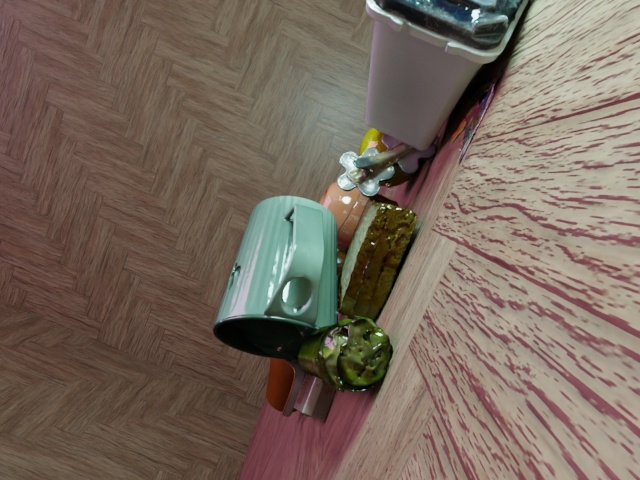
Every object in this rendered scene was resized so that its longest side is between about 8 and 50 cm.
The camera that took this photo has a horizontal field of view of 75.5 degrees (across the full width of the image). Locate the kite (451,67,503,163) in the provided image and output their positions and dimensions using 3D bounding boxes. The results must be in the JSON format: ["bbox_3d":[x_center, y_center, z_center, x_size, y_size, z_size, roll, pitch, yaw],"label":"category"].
[{"bbox_3d":[0.290,-0.244,0.784,0.183,0.014,0.241,114,177,-62],"label":"kite"}]

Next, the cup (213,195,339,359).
[{"bbox_3d":[-0.066,0.096,1.095,0.401,0.310,0.392,-23,48,39],"label":"cup"}]

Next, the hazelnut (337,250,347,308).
[{"bbox_3d":[0.032,0.124,1.340,0.204,0.178,0.178,-59,6,35],"label":"hazelnut"}]

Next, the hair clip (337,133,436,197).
[{"bbox_3d":[0.154,-0.196,0.996,0.257,0.146,0.075,-27,-33,-15],"label":"hair clip"}]

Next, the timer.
[{"bbox_3d":[0.100,-0.090,1.423,0.229,0.215,0.230,-156,90,-82],"label":"timer"}]

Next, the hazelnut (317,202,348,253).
[{"bbox_3d":[0.000,0.000,1.986,0.372,0.315,0.372,179,90,-68],"label":"hazelnut"}]

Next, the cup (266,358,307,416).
[{"bbox_3d":[-0.082,0.411,1.271,0.226,0.182,0.264,-89,14,-62],"label":"cup"}]

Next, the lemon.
[{"bbox_3d":[0.193,-0.242,1.134,0.206,0.173,0.173,-62,0,-21],"label":"lemon"}]

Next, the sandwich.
[{"bbox_3d":[0.120,0.034,0.969,0.301,0.099,0.271,-80,6,-79],"label":"sandwich"}]

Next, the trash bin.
[{"bbox_3d":[0.206,-0.393,0.857,0.256,0.296,0.368,-60,-9,-23],"label":"trash bin"}]

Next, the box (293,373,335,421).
[{"bbox_3d":[-0.008,0.373,1.045,0.201,0.058,0.141,115,178,-71],"label":"box"}]

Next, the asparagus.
[{"bbox_3d":[0.026,0.222,0.823,0.128,0.108,0.382,-63,3,-18],"label":"asparagus"}]
